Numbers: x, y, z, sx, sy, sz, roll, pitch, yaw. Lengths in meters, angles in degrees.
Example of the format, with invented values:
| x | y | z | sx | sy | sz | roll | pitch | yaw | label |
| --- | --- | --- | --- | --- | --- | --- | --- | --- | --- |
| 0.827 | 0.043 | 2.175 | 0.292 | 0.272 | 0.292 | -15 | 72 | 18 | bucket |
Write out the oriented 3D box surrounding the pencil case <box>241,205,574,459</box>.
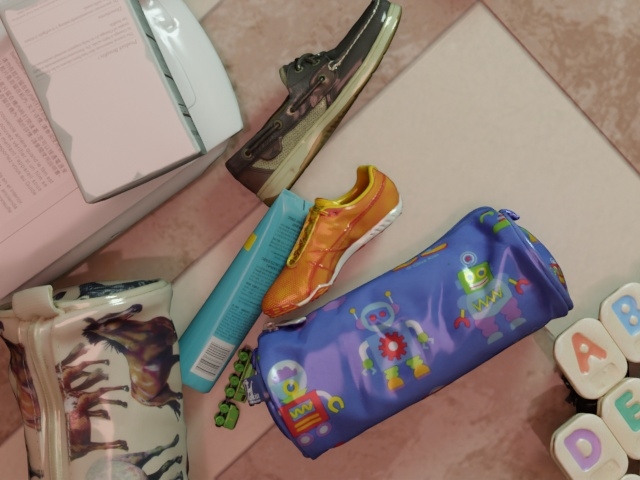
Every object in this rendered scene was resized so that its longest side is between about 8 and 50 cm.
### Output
| x | y | z | sx | sy | sz | roll | pitch | yaw | label |
| --- | --- | --- | --- | --- | --- | --- | --- | --- | --- |
| 0.076 | 0.081 | 1.319 | 0.306 | 0.119 | 0.133 | -30 | 91 | 2 | pencil case |

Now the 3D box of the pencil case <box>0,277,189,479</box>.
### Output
| x | y | z | sx | sy | sz | roll | pitch | yaw | label |
| --- | --- | --- | --- | --- | --- | --- | --- | --- | --- |
| -0.196 | 0.227 | 1.285 | 0.159 | 0.183 | 0.410 | -2 | 99 | 16 | pencil case |

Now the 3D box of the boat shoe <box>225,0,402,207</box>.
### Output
| x | y | z | sx | sy | sz | roll | pitch | yaw | label |
| --- | --- | --- | --- | --- | --- | --- | --- | --- | --- |
| -0.008 | -0.137 | 1.325 | 0.073 | 0.080 | 0.224 | 33 | 98 | -7 | boat shoe |

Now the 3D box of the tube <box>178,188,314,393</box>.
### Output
| x | y | z | sx | sy | sz | roll | pitch | yaw | label |
| --- | --- | --- | --- | --- | --- | --- | --- | --- | --- |
| -0.071 | 0.047 | 1.346 | 0.052 | 0.080 | 0.207 | 37 | 97 | 25 | tube |

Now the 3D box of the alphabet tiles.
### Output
| x | y | z | sx | sy | sz | roll | pitch | yaw | label |
| --- | --- | --- | --- | --- | --- | --- | --- | --- | --- |
| 0.356 | 0.160 | 1.334 | 0.284 | 0.021 | 0.278 | -36 | 93 | -12 | alphabet tiles |

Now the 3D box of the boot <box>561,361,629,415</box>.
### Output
| x | y | z | sx | sy | sz | roll | pitch | yaw | label |
| --- | --- | --- | --- | --- | --- | --- | --- | --- | --- |
| 0.290 | 0.140 | 1.360 | 0.121 | 0.045 | 0.099 | -8 | 89 | 0 | boot |

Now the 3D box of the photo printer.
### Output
| x | y | z | sx | sy | sz | roll | pitch | yaw | label |
| --- | --- | --- | --- | --- | --- | --- | --- | --- | --- |
| -0.244 | -0.121 | 1.314 | 0.307 | 0.107 | 0.256 | -36 | 93 | 2 | photo printer |

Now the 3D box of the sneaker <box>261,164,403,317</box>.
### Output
| x | y | z | sx | sy | sz | roll | pitch | yaw | label |
| --- | --- | --- | --- | --- | --- | --- | --- | --- | --- |
| 0.000 | 0.000 | 1.331 | 0.175 | 0.064 | 0.067 | -48 | 111 | -15 | sneaker |

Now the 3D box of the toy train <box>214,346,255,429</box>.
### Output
| x | y | z | sx | sy | sz | roll | pitch | yaw | label |
| --- | --- | --- | --- | --- | --- | --- | --- | --- | --- |
| -0.080 | 0.144 | 1.376 | 0.023 | 0.017 | 0.083 | 20 | 94 | -11 | toy train |

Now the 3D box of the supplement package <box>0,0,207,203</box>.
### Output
| x | y | z | sx | sy | sz | roll | pitch | yaw | label |
| --- | --- | --- | --- | --- | --- | --- | --- | --- | --- |
| -0.181 | -0.133 | 1.206 | 0.105 | 0.105 | 0.179 | -24 | 94 | 1 | supplement package |
